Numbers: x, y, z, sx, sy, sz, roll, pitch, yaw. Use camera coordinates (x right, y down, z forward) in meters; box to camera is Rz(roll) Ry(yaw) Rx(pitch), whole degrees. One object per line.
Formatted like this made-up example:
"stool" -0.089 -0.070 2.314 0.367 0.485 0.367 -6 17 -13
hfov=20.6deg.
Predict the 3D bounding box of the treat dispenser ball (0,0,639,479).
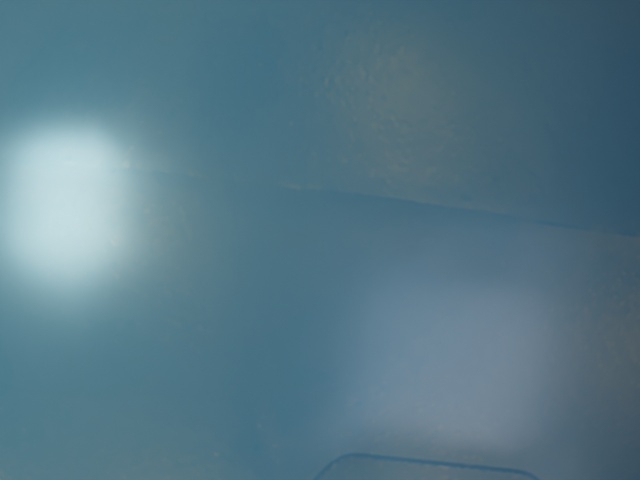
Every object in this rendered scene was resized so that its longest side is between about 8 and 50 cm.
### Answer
"treat dispenser ball" 0.000 0.000 0.468 0.288 0.288 0.288 -11 119 -21
